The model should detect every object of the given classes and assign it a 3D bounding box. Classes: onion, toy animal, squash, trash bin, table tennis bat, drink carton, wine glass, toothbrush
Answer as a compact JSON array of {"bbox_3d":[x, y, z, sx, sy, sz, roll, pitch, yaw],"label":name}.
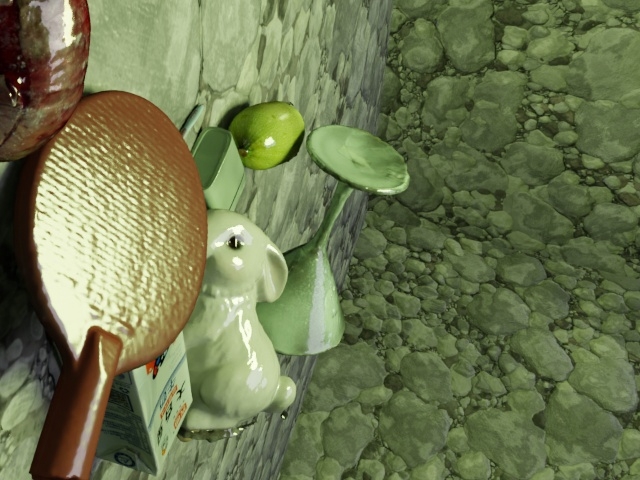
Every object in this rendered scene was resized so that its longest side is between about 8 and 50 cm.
[{"bbox_3d":[-0.228,-0.161,0.578,0.151,0.098,0.206,-63,164,-50],"label":"onion"},{"bbox_3d":[-0.147,0.123,1.187,0.257,0.194,0.357,1,108,-35],"label":"toy animal"},{"bbox_3d":[-0.105,-0.179,1.287,0.186,0.123,0.123,-44,147,-69],"label":"squash"},{"bbox_3d":[-0.168,-0.099,1.182,0.130,0.059,0.116,80,26,-66],"label":"trash bin"},{"bbox_3d":[-0.213,0.035,0.765,0.268,0.051,0.415,44,47,-51],"label":"table tennis bat"},{"bbox_3d":[-0.246,0.174,0.968,0.315,0.106,0.131,96,13,-49],"label":"drink carton"},{"bbox_3d":[0.000,0.000,1.425,0.406,0.267,0.267,-63,180,35],"label":"wine glass"},{"bbox_3d":[-0.202,-0.140,1.047,0.193,0.013,0.019,-67,159,-44],"label":"toothbrush"}]

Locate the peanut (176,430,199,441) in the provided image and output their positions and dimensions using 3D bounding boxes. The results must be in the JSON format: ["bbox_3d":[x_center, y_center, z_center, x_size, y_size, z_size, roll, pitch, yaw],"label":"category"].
[{"bbox_3d":[-0.209,0.256,1.360,0.103,0.098,0.229,28,69,-38],"label":"peanut"}]
